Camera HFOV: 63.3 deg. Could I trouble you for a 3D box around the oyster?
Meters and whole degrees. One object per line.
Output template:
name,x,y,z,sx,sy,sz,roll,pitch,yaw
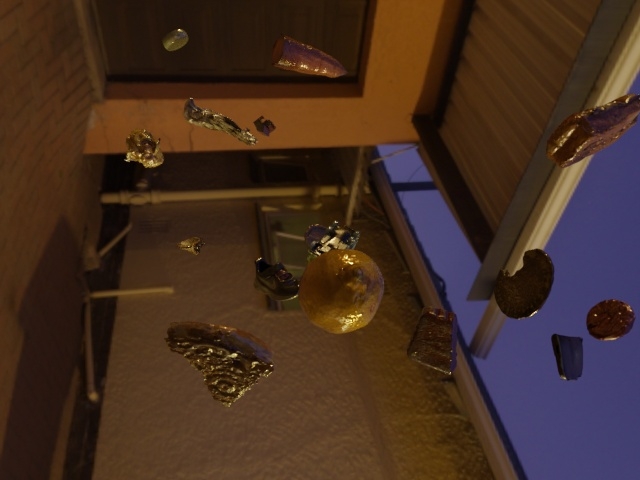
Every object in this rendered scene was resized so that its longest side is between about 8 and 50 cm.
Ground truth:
oyster,-0.248,-0.287,1.323,0.061,0.200,0.106,-61,160,9

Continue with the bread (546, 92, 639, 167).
bread,0.838,-0.347,1.556,0.109,0.381,0.185,52,-32,22

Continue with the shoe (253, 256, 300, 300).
shoe,-0.146,0.123,1.707,0.228,0.099,0.112,9,-61,47

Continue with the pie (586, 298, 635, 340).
pie,0.896,0.246,1.614,0.154,0.036,0.154,-42,-160,20

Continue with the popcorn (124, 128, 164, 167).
popcorn,-0.359,-0.178,1.038,0.084,0.084,0.084,177,-90,-79

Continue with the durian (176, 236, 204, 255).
durian,-0.368,0.010,1.480,0.130,0.066,0.052,9,-101,61

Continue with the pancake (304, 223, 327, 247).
pancake,-0.001,0.001,1.607,0.011,0.115,0.114,131,-44,-54

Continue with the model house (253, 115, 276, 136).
model house,-0.201,-0.415,1.913,0.058,0.057,0.083,57,9,15

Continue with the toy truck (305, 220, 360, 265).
toy truck,0.034,0.035,1.442,0.191,0.085,0.116,-45,153,-49

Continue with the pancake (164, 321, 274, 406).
pancake,-0.246,0.305,1.272,0.057,0.266,0.244,-84,-174,-60

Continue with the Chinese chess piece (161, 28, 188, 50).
Chinese chess piece,-0.466,-0.644,1.668,0.034,0.084,0.084,61,-9,-6

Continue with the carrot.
carrot,-0.018,-0.415,1.210,0.072,0.205,0.072,-11,-103,52

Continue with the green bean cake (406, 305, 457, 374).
green bean cake,0.443,0.369,1.953,0.097,0.199,0.232,-51,154,-63

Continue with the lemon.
lemon,0.045,0.112,1.156,0.256,0.189,0.188,134,-48,-62

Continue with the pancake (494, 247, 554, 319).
pancake,0.767,0.161,1.968,0.286,0.033,0.288,-134,-119,-69

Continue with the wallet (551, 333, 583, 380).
wallet,0.749,0.353,1.565,0.031,0.255,0.137,-9,-106,38
